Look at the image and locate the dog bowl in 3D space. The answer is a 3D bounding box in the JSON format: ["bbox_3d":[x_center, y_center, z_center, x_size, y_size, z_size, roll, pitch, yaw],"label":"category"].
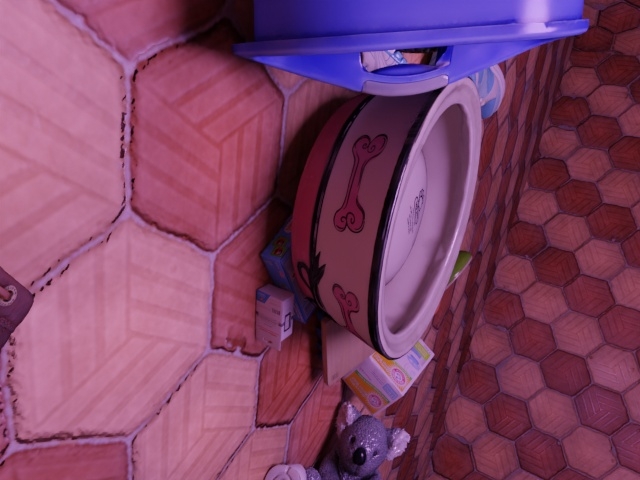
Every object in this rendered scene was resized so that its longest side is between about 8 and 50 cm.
[{"bbox_3d":[0.109,-0.041,0.689,0.408,0.150,0.409,-36,135,-49],"label":"dog bowl"}]

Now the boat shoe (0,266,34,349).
[{"bbox_3d":[-0.238,-0.044,0.195,0.342,0.123,0.123,83,29,-44],"label":"boat shoe"}]

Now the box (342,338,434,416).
[{"bbox_3d":[0.159,0.289,1.052,0.103,0.114,0.203,-49,165,33],"label":"box"}]

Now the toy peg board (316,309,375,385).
[{"bbox_3d":[0.046,0.162,0.874,0.160,0.079,0.161,-27,129,-33],"label":"toy peg board"}]

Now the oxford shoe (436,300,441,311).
[{"bbox_3d":[0.206,0.129,1.027,0.271,0.096,0.099,-41,133,-44],"label":"oxford shoe"}]

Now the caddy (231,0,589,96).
[{"bbox_3d":[0.081,-0.234,0.442,0.241,0.340,0.179,-107,-168,-67],"label":"caddy"}]

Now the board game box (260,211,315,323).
[{"bbox_3d":[0.000,0.000,0.716,0.212,0.039,0.160,-54,147,-30],"label":"board game box"}]

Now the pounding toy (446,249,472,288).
[{"bbox_3d":[0.298,0.091,1.265,0.237,0.110,0.183,-50,171,22],"label":"pounding toy"}]

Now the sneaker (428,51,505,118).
[{"bbox_3d":[0.302,-0.316,0.991,0.319,0.127,0.208,38,70,-50],"label":"sneaker"}]

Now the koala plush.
[{"bbox_3d":[0.079,0.482,0.996,0.203,0.196,0.222,46,64,-71],"label":"koala plush"}]

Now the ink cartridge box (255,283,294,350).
[{"bbox_3d":[-0.066,0.109,0.650,0.028,0.048,0.084,-27,129,-52],"label":"ink cartridge box"}]

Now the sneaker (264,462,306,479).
[{"bbox_3d":[-0.086,0.524,0.821,0.235,0.090,0.095,-63,160,-15],"label":"sneaker"}]

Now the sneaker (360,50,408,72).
[{"bbox_3d":[0.069,-0.263,0.672,0.190,0.071,0.083,32,84,-53],"label":"sneaker"}]

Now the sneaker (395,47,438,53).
[{"bbox_3d":[0.138,-0.399,0.640,0.343,0.134,0.147,51,47,-65],"label":"sneaker"}]
